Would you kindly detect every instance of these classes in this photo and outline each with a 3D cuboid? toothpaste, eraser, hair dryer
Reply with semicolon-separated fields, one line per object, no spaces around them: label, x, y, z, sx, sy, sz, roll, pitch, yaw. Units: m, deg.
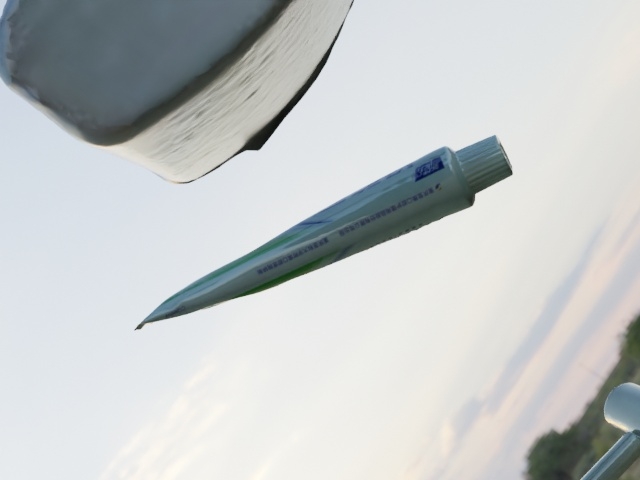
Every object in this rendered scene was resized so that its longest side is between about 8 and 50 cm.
toothpaste;0.000;0.000;0.859;0.297;0.048;0.075;-25;-1;13
eraser;-0.049;-0.119;0.586;0.189;0.104;0.290;-47;0;-1
hair dryer;0.203;0.155;0.819;0.124;0.038;0.063;-43;22;-11
